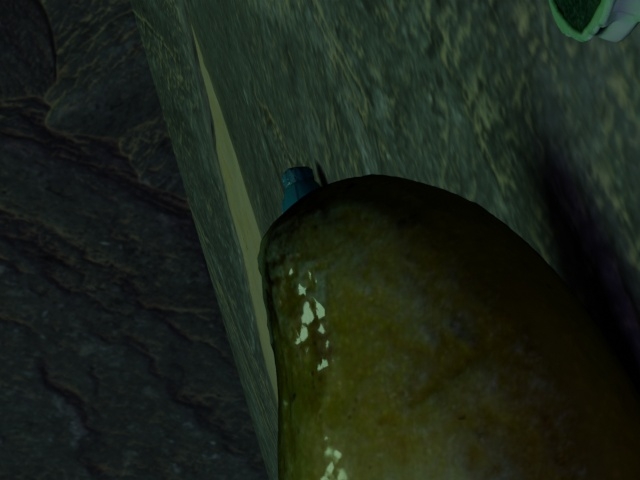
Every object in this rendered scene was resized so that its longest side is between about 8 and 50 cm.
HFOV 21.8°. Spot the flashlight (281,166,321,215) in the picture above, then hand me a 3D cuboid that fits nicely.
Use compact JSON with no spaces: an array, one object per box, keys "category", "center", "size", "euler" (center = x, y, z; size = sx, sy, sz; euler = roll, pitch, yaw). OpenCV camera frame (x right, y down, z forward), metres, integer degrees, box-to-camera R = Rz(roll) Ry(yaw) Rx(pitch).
[{"category":"flashlight","center":[0.000,0.000,1.324],"size":[0.051,0.051,0.129],"euler":[92,165,-65]}]

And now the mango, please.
[{"category":"mango","center":[0.071,0.130,0.734],"size":[0.175,0.176,0.330],"euler":[130,136,-72]}]

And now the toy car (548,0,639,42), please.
[{"category":"toy car","center":[0.083,-0.150,0.480],"size":[0.093,0.058,0.186],"euler":[-170,74,-80]}]
